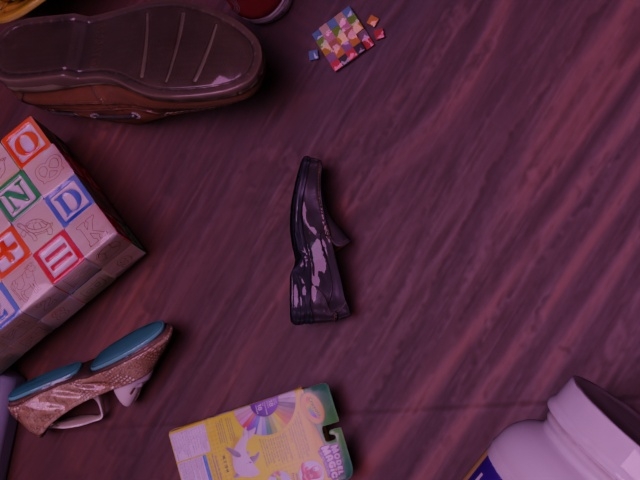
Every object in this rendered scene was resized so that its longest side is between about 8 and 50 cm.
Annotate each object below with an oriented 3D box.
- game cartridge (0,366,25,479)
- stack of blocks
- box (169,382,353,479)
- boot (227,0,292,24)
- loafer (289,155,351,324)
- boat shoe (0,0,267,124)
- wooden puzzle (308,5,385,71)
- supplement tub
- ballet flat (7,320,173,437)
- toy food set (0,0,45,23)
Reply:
[{"bbox_3d":[-0.476,0.189,1.583,0.297,0.062,0.198,11,93,20],"label":"game cartridge"},{"bbox_3d":[-0.355,0.035,1.498,0.297,0.087,0.171,-40,69,1],"label":"stack of blocks"},{"bbox_3d":[-0.056,0.215,1.439,0.179,0.043,0.105,-20,79,19],"label":"box"},{"bbox_3d":[-0.119,-0.346,1.434,0.088,0.176,0.244,-27,76,17],"label":"boot"},{"bbox_3d":[0.000,0.000,1.434,0.061,0.062,0.170,0,89,-3],"label":"loafer"},{"bbox_3d":[-0.187,-0.179,1.485,0.307,0.104,0.111,7,68,22],"label":"boat shoe"},{"bbox_3d":[0.023,-0.207,1.462,0.083,0.006,0.049,-35,76,14],"label":"wooden puzzle"},{"bbox_3d":[0.196,0.308,1.238,0.241,0.241,0.331,40,99,18],"label":"supplement tub"},{"bbox_3d":[-0.231,0.150,1.501,0.206,0.073,0.067,-24,106,19],"label":"ballet flat"},{"bbox_3d":[-0.282,-0.321,1.510,0.218,0.128,0.071,-32,121,12],"label":"toy food set"}]
